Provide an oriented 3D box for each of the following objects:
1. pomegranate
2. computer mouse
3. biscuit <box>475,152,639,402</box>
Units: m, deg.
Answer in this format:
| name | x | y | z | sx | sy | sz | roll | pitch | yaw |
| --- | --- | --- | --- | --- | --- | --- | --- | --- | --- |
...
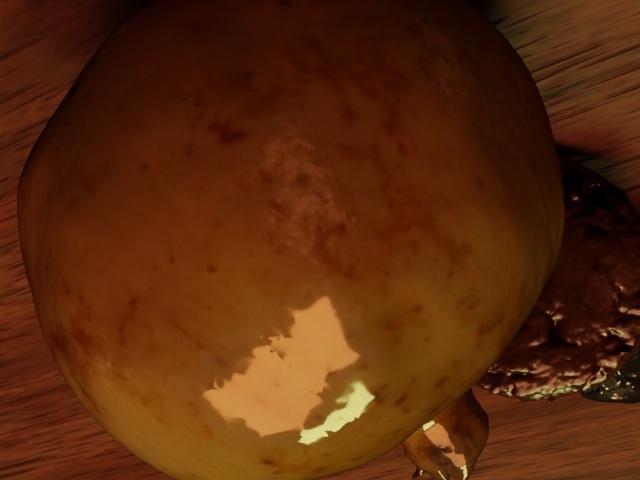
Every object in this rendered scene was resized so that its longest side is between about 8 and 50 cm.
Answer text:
| name | x | y | z | sx | sy | sz | roll | pitch | yaw |
| --- | --- | --- | --- | --- | --- | --- | --- | --- | --- |
| pomegranate | 0.000 | 0.000 | 0.671 | 0.342 | 0.342 | 0.342 | 4 | 144 | 3 |
| computer mouse | 0.262 | 0.105 | 1.005 | 0.106 | 0.062 | 0.192 | -23 | 137 | 33 |
| biscuit | 0.154 | 0.025 | 0.816 | 0.192 | 0.192 | 0.049 | -1 | 177 | 10 |
